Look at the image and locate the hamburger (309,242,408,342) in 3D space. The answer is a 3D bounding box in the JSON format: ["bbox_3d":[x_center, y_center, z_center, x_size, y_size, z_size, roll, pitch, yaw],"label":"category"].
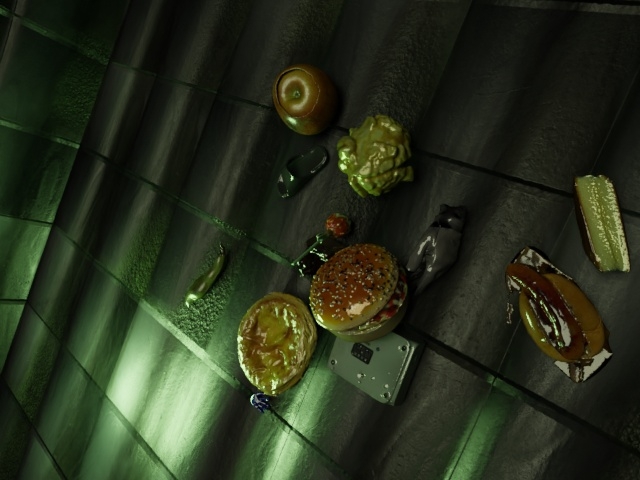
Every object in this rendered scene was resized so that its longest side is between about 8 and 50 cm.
[{"bbox_3d":[0.106,0.137,1.258,0.300,0.176,0.300,-21,40,19],"label":"hamburger"}]

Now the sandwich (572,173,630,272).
[{"bbox_3d":[0.664,-0.036,1.058,0.090,0.088,0.245,-11,72,23],"label":"sandwich"}]

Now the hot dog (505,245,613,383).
[{"bbox_3d":[0.551,0.175,1.082,0.194,0.107,0.326,-49,59,18],"label":"hot dog"}]

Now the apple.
[{"bbox_3d":[-0.057,-0.491,1.548,0.236,0.207,0.237,-5,82,34],"label":"apple"}]

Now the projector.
[{"bbox_3d":[0.156,0.338,1.320,0.250,0.108,0.198,24,96,35],"label":"projector"}]

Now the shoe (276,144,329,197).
[{"bbox_3d":[-0.084,-0.257,1.597,0.241,0.093,0.108,-36,65,22],"label":"shoe"}]

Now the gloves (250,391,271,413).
[{"bbox_3d":[-0.210,0.568,1.578,0.086,0.026,0.064,26,95,35],"label":"gloves"}]

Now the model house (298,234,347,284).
[{"bbox_3d":[0.014,0.087,1.472,0.203,0.141,0.164,40,128,53],"label":"model house"}]

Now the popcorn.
[{"bbox_3d":[0.174,-0.255,1.370,0.254,0.195,0.256,22,95,25],"label":"popcorn"}]

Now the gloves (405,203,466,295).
[{"bbox_3d":[0.322,0.024,1.254,0.286,0.142,0.119,-65,28,8],"label":"gloves"}]

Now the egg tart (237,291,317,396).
[{"bbox_3d":[-0.134,0.340,1.503,0.341,0.132,0.342,-8,76,33],"label":"egg tart"}]

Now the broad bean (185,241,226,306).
[{"bbox_3d":[-0.451,0.147,1.798,0.075,0.067,0.325,39,103,1],"label":"broad bean"}]

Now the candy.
[{"bbox_3d":[-0.001,-0.001,1.403,0.084,0.287,0.078,-1,118,43],"label":"candy"}]
